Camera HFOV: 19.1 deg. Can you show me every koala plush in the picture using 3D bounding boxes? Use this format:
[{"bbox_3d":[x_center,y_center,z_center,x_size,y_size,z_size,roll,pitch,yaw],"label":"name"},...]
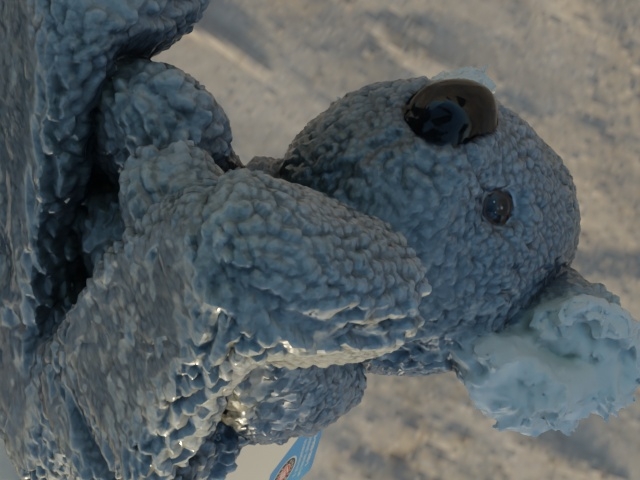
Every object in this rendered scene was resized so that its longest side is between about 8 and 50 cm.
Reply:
[{"bbox_3d":[0.000,0.000,0.687,0.196,0.221,0.203,57,141,32],"label":"koala plush"}]

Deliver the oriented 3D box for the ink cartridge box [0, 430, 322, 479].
[{"bbox_3d":[-0.085,0.098,0.838,0.086,0.203,0.148,36,141,17],"label":"ink cartridge box"}]
